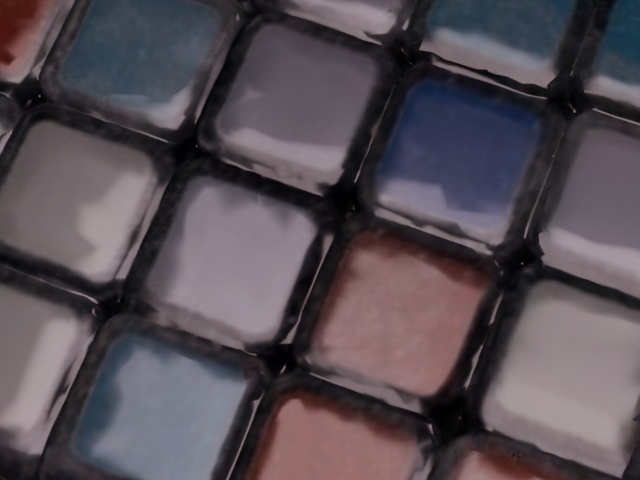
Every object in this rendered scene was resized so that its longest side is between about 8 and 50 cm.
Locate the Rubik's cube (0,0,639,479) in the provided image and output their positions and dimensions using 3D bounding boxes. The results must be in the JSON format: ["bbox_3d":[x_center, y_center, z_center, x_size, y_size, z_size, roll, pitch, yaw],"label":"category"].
[{"bbox_3d":[0.000,0.000,0.569,0.287,0.293,0.291,19,71,10],"label":"Rubik's cube"}]
